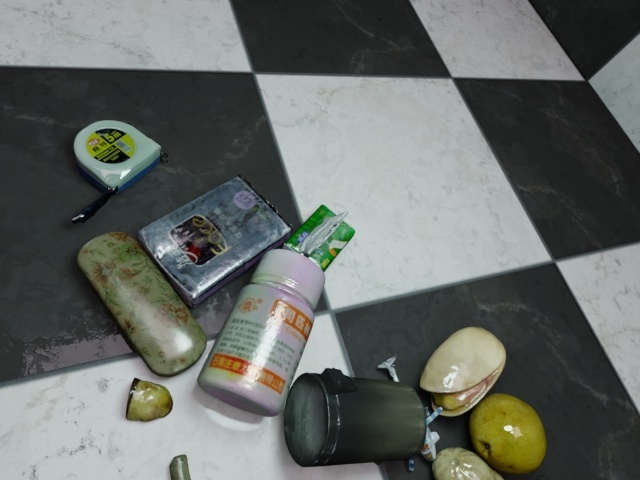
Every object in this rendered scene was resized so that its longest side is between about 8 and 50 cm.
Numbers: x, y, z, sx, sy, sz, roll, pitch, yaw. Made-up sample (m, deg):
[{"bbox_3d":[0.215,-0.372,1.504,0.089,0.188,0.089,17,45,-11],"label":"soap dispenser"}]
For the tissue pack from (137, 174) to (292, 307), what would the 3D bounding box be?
[{"bbox_3d":[-0.298,-0.006,1.222,0.361,0.122,0.259,-36,74,-30],"label":"tissue pack"}]

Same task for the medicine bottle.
[{"bbox_3d":[-0.136,0.230,1.101,0.219,0.219,0.388,26,56,-5],"label":"medicine bottle"}]

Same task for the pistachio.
[{"bbox_3d":[0.426,0.380,1.243,0.299,0.187,0.187,-36,79,-32],"label":"pistachio"}]

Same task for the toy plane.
[{"bbox_3d":[0.242,0.480,1.196,0.182,0.107,0.273,-47,58,8],"label":"toy plane"}]

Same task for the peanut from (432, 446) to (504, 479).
[{"bbox_3d":[0.408,0.643,1.128,0.224,0.129,0.129,32,57,-4],"label":"peanut"}]

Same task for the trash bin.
[{"bbox_3d":[0.089,0.436,1.038,0.302,0.251,0.203,15,15,-29],"label":"trash bin"}]

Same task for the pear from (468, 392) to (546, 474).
[{"bbox_3d":[0.512,0.536,1.172,0.209,0.209,0.208,9,60,-15],"label":"pear"}]

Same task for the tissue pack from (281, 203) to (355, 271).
[{"bbox_3d":[0.000,-0.002,1.313,0.148,0.156,0.209,38,58,6],"label":"tissue pack"}]

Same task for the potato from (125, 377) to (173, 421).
[{"bbox_3d":[-0.404,0.382,1.013,0.103,0.066,0.096,10,63,-17],"label":"potato"}]

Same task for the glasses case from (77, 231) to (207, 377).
[{"bbox_3d":[-0.461,0.157,1.092,0.157,0.098,0.425,-33,77,-34],"label":"glasses case"}]

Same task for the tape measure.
[{"bbox_3d":[-0.642,-0.205,1.222,0.215,0.098,0.351,37,54,0],"label":"tape measure"}]

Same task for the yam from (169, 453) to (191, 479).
[{"bbox_3d":[-0.320,0.543,0.969,0.043,0.043,0.094,-11,69,-25],"label":"yam"}]
